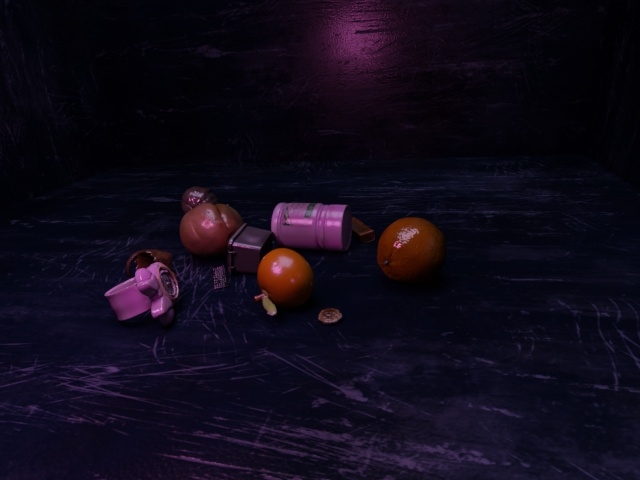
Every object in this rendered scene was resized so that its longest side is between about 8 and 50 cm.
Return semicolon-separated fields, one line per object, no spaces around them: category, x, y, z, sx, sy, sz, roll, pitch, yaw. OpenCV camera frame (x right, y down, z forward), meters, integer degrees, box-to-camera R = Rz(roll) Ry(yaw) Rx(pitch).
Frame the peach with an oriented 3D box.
peach;-0.473;-0.041;1.911;0.291;0.248;0.292;13;11;-3

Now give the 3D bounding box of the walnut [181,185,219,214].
walnut;-0.671;-0.203;2.401;0.223;0.225;0.224;-4;22;2

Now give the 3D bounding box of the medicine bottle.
medicine bottle;-0.036;-0.063;1.913;0.324;0.212;0.212;3;24;18

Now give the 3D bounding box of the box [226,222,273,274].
box;-0.288;0.039;1.802;0.134;0.164;0.243;8;23;6

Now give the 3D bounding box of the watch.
watch;-0.616;0.199;1.473;0.217;0.211;0.248;-22;14;4

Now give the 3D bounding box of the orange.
orange;0.330;0.041;1.574;0.263;0.265;0.264;-4;22;2

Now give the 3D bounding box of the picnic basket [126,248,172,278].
picnic basket;-0.714;0.099;1.756;0.137;0.128;0.178;8;16;31

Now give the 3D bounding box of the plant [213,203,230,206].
plant;-0.528;-0.123;2.257;0.129;0.132;0.194;-23;24;-32

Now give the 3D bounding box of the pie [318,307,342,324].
pie;0.032;0.248;1.401;0.084;0.020;0.084;-4;22;2

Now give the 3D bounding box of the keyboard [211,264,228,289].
keyboard;-0.408;0.147;1.742;0.063;0.010;0.198;-11;23;-12

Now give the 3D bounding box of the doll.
doll;-0.141;0.144;1.470;0.236;0.214;0.213;-37;37;-31

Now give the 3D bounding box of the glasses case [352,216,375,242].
glasses case;0.179;-0.050;2.052;0.075;0.049;0.218;-18;25;-14
